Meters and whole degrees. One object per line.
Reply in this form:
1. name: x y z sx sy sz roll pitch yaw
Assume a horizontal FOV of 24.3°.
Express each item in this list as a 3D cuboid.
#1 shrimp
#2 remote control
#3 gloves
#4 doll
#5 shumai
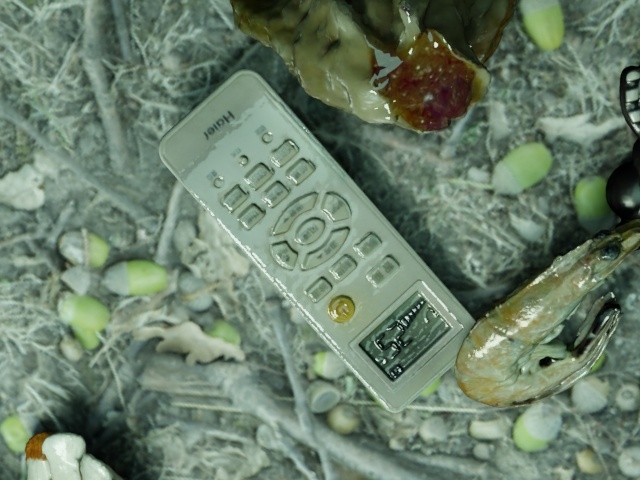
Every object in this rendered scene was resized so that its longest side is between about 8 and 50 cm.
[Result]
1. shrimp: 0.208 0.066 1.258 0.126 0.047 0.223 28 119 -31
2. remote control: 0.000 0.000 1.276 0.109 0.055 0.313 -42 101 0
3. gloves: -0.202 0.273 1.303 0.140 0.131 0.219 -26 68 8
4. doll: 0.288 -0.080 1.244 0.091 0.067 0.219 4 99 -3
5. shumai: 0.044 -0.190 1.169 0.218 0.185 0.184 29 99 -4
